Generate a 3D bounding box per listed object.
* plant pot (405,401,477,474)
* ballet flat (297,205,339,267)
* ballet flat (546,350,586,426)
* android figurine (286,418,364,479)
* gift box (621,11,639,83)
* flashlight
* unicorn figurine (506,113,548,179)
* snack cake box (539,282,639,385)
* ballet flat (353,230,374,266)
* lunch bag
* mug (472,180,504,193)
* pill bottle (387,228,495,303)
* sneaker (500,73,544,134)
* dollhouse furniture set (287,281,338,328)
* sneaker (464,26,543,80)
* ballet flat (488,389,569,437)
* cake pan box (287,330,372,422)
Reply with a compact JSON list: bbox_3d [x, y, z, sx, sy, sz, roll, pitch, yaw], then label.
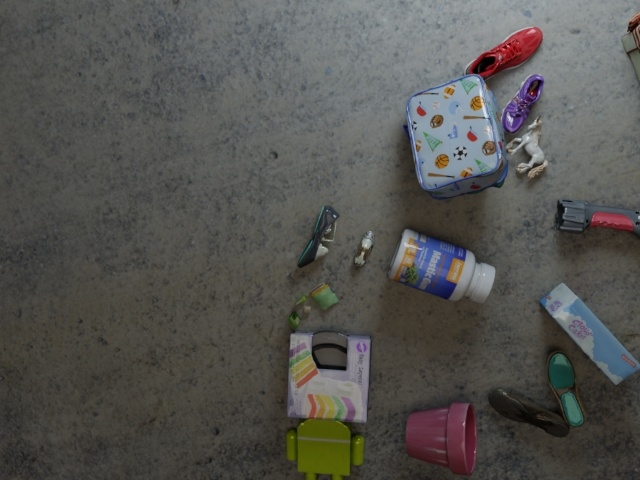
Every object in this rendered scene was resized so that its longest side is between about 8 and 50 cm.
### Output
[{"bbox_3d":[0.354,0.577,1.847,0.180,0.201,0.201,-4,102,24],"label":"plant pot"},{"bbox_3d":[0.000,0.000,1.815,0.074,0.074,0.203,25,102,1],"label":"ballet flat"},{"bbox_3d":[0.706,0.423,1.821,0.080,0.073,0.232,-14,94,19],"label":"ballet flat"},{"bbox_3d":[0.012,0.641,1.962,0.248,0.056,0.273,0,103,7],"label":"android figurine"},{"bbox_3d":[0.904,-0.467,1.491,0.255,0.276,0.258,-22,93,6],"label":"gift box"},{"bbox_3d":[0.796,-0.041,1.689,0.303,0.103,0.103,6,106,5],"label":"flashlight"},{"bbox_3d":[0.564,-0.254,1.698,0.111,0.060,0.162,-28,114,12],"label":"unicorn figurine"},{"bbox_3d":[0.740,0.254,1.735,0.089,0.152,0.264,-43,94,14],"label":"snack cake box"},{"bbox_3d":[0.127,0.028,1.819,0.041,0.041,0.114,22,104,2],"label":"ballet flat"},{"bbox_3d":[0.343,-0.268,1.627,0.243,0.115,0.304,-16,69,28],"label":"lunch bag"},{"bbox_3d":[0.409,-0.180,1.688,0.129,0.097,0.158,-30,64,19],"label":"mug"},{"bbox_3d":[0.336,0.080,1.747,0.272,0.152,0.152,19,104,3],"label":"pill bottle"},{"bbox_3d":[0.534,-0.363,1.665,0.068,0.071,0.170,24,105,1],"label":"sneaker"},{"bbox_3d":[-0.027,0.195,1.866,0.151,0.058,0.076,-35,97,13],"label":"dollhouse furniture set"},{"bbox_3d":[0.480,-0.474,1.617,0.221,0.128,0.087,-35,96,13],"label":"sneaker"},{"bbox_3d":[0.618,0.504,1.862,0.249,0.058,0.084,22,126,7],"label":"ballet flat"},{"bbox_3d":[0.027,0.401,1.882,0.245,0.070,0.267,4,91,5],"label":"cake pan box"}]
